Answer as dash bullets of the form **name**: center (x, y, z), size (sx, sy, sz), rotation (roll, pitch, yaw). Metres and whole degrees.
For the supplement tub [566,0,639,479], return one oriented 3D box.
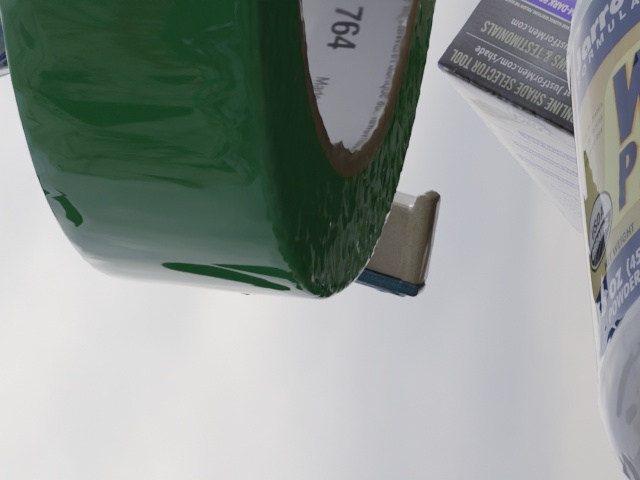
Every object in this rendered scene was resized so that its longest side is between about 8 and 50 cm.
- **supplement tub**: center (0.231, -0.038, 0.910), size (0.228, 0.228, 0.316), rotation (83, -174, -48)

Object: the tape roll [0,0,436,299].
- **tape roll**: center (-0.016, -0.142, 0.663), size (0.321, 0.077, 0.321), rotation (5, -90, -79)

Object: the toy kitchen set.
- **toy kitchen set**: center (0.000, 0.000, 1.332), size (0.207, 0.166, 0.122), rotation (-27, -47, -78)

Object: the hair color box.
- **hair color box**: center (0.254, -0.077, 1.667), size (0.110, 0.185, 0.339), rotation (-56, -35, -4)

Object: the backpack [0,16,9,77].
- **backpack**: center (-0.187, -0.139, 1.026), size (0.084, 0.105, 0.114), rotation (-18, -92, -64)
